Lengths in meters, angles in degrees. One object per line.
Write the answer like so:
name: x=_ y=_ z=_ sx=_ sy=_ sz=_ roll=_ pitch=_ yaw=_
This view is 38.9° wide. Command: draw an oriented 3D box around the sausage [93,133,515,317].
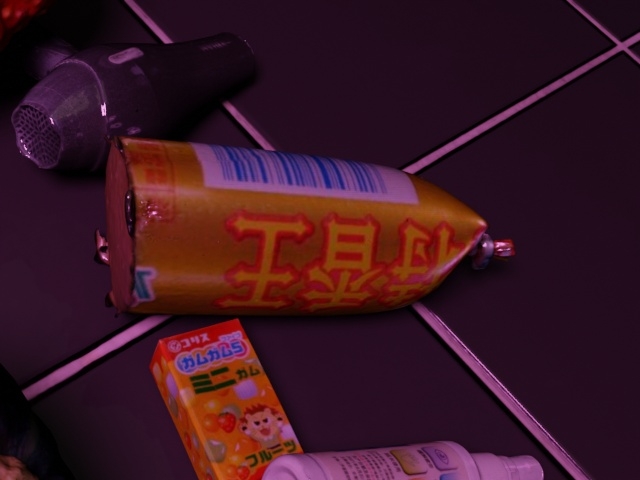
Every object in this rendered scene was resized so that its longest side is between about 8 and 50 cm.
sausage: x=-0.001 y=0.002 z=0.655 sx=0.317 sy=0.125 sz=0.117 roll=5 pitch=49 yaw=-23

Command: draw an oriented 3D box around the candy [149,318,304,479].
candy: x=-0.059 y=0.116 z=0.589 sx=0.062 sy=0.038 sz=0.122 roll=-13 pitch=61 yaw=-31

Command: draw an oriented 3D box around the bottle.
bottle: x=0.064 y=0.159 z=0.581 sx=0.217 sy=0.060 sz=0.060 roll=5 pitch=52 yaw=-36

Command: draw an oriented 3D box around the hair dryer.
hair dryer: x=-0.203 y=-0.171 z=0.727 sx=0.271 sy=0.091 sz=0.235 roll=38 pitch=40 yaw=13

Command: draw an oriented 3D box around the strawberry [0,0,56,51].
strawberry: x=-0.315 y=-0.183 z=0.595 sx=0.257 sy=0.261 sz=0.261 roll=26 pitch=40 yaw=-46

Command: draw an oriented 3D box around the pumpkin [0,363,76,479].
pumpkin: x=-0.225 y=0.161 z=0.381 sx=0.248 sy=0.248 sz=0.248 roll=12 pitch=51 yaw=-15
